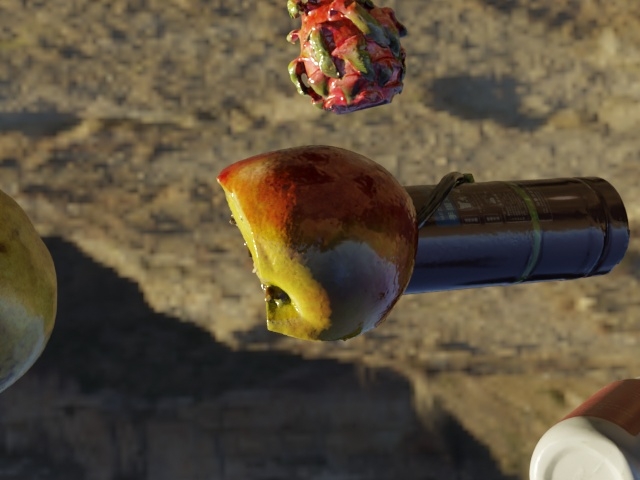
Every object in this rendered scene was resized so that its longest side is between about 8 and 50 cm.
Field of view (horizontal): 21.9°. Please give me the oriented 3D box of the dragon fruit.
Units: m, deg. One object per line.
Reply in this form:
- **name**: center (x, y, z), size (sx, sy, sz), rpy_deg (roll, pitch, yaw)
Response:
- **dragon fruit**: center (0.033, -0.256, 2.185), size (0.160, 0.172, 0.166), rpy_deg (-15, -175, -25)

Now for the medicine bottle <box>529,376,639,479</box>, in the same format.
- **medicine bottle**: center (0.322, 0.225, 1.771), size (0.131, 0.131, 0.250), rpy_deg (-8, -174, 29)

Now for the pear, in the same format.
- **pear**: center (-0.489, 0.080, 2.128), size (0.303, 0.304, 0.304), rpy_deg (-2, 169, 0)

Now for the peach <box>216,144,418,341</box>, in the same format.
- **peach**: center (0.006, -0.001, 1.094), size (0.118, 0.151, 0.151), rpy_deg (-30, 165, 6)

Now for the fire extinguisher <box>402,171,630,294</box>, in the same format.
- **fire extinguisher**: center (0.106, -0.010, 1.460), size (0.341, 0.105, 0.141), rpy_deg (-3, -168, -32)
